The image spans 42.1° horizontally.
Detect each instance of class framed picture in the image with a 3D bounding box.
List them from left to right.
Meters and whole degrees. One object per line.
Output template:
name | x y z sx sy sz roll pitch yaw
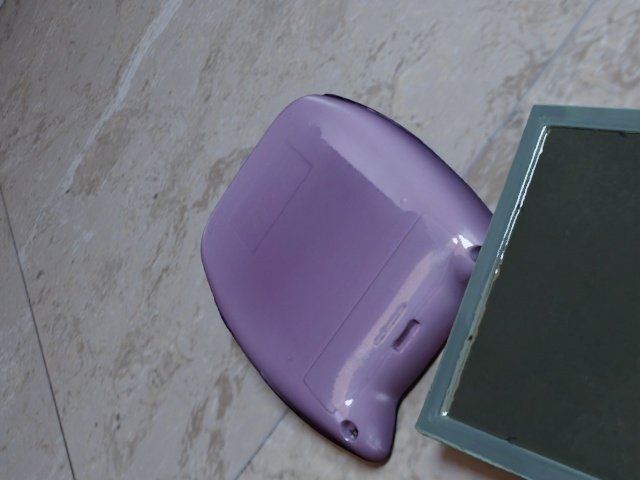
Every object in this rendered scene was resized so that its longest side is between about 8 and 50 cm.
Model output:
framed picture | 0.171 0.034 0.369 0.252 0.014 0.197 14 80 47

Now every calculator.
calculator | -0.001 0.000 0.579 0.194 0.043 0.294 -55 40 10
